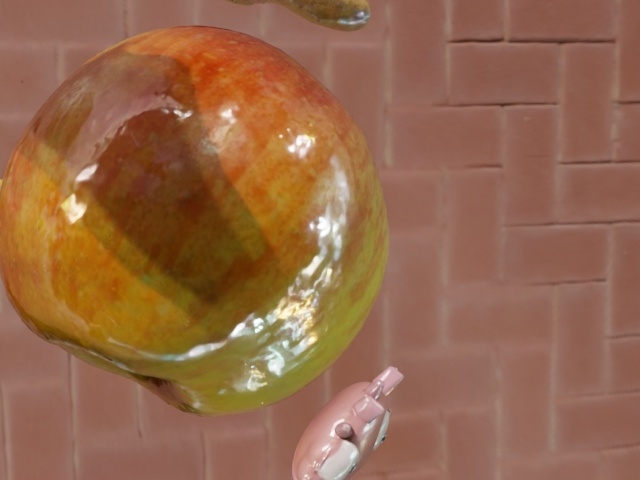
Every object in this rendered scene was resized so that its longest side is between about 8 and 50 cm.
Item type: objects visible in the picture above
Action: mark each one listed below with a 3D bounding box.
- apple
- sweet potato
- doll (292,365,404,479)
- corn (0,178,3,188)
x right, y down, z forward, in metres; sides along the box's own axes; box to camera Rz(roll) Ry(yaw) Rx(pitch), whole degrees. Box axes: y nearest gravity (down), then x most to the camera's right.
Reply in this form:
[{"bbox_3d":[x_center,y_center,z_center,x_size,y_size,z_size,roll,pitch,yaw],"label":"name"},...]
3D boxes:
[{"bbox_3d":[-0.103,-0.005,0.805,0.301,0.301,0.302,-2,99,-15],"label":"apple"},{"bbox_3d":[-0.091,-0.372,1.530,0.385,0.109,0.109,17,94,-44],"label":"sweet potato"},{"bbox_3d":[0.034,0.259,1.470,0.093,0.262,0.211,37,128,10],"label":"doll"},{"bbox_3d":[-0.454,-0.041,1.481,0.080,0.231,0.080,2,87,-45],"label":"corn"}]
